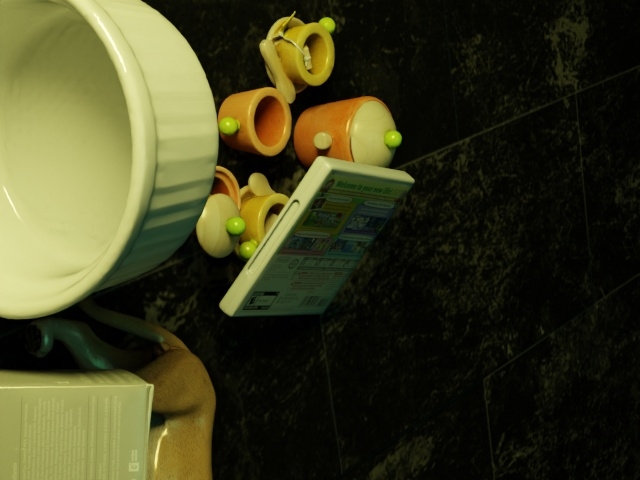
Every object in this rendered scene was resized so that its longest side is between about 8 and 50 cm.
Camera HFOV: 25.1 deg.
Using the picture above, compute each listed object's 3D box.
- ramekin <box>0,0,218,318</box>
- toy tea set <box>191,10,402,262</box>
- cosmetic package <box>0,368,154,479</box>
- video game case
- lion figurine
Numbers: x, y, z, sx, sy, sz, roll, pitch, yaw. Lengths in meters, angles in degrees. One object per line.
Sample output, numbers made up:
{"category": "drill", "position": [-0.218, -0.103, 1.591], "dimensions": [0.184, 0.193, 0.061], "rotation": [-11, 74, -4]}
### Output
{"category": "ramekin", "position": [-0.216, -0.082, 1.175], "dimensions": [0.135, 0.277, 0.277], "rotation": [-13, 103, -59]}
{"category": "toy tea set", "position": [-0.026, -0.087, 1.533], "dimensions": [0.336, 0.124, 0.200], "rotation": [-56, 133, -33]}
{"category": "cosmetic package", "position": [-0.266, 0.156, 1.160], "dimensions": [0.238, 0.127, 0.107], "rotation": [5, 90, -21]}
{"category": "video game case", "position": [0.000, 0.000, 1.549], "dimensions": [0.193, 0.023, 0.212], "rotation": [-55, 156, 15]}
{"category": "lion figurine", "position": [-0.154, 0.224, 1.374], "dimensions": [0.240, 0.142, 0.392], "rotation": [0, 95, -47]}
